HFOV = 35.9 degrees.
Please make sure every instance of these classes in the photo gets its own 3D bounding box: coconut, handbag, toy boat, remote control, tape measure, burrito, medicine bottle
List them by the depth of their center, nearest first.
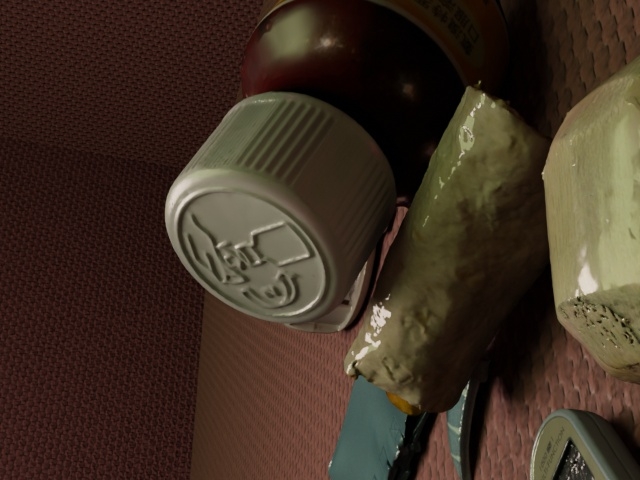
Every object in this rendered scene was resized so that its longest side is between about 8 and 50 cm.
[{"bbox_3d":[0.194,-0.019,0.480,0.171,0.170,0.183,140,138,-71],"label":"coconut"},{"bbox_3d":[0.190,0.194,0.613,0.244,0.047,0.087,-107,26,-63],"label":"remote control"},{"bbox_3d":[0.122,0.009,0.809,0.105,0.143,0.299,50,130,35],"label":"burrito"},{"bbox_3d":[0.025,-0.104,0.911,0.242,0.242,0.395,115,-179,-50],"label":"medicine bottle"},{"bbox_3d":[0.131,0.163,0.931,0.096,0.034,0.122,-136,55,-82],"label":"toy boat"},{"bbox_3d":[0.070,0.223,1.120,0.144,0.057,0.221,-109,31,-58],"label":"handbag"},{"bbox_3d":[0.000,0.000,1.431,0.258,0.130,0.265,-117,38,-66],"label":"tape measure"}]

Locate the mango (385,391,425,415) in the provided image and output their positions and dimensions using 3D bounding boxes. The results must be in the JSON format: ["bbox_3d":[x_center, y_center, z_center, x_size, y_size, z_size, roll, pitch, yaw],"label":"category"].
[{"bbox_3d":[0.099,0.130,0.984,0.114,0.060,0.080,-53,-19,-52],"label":"mango"}]
